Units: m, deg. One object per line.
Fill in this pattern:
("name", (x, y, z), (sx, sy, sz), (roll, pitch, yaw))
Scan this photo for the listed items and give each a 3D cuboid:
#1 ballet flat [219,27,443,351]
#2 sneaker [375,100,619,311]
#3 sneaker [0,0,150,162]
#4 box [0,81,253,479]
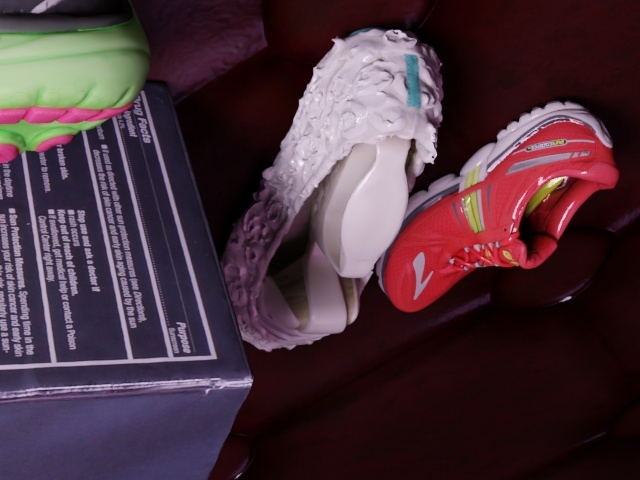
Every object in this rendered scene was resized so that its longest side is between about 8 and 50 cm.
("ballet flat", (0.000, 0.000, 0.910), (0.147, 0.147, 0.409), (-2, 139, -22))
("sneaker", (0.161, -0.011, 0.976), (0.107, 0.118, 0.279), (19, 127, -39))
("sneaker", (-0.320, -0.147, 0.524), (0.483, 0.202, 0.185), (-1, 165, -44))
("box", (-0.236, 0.039, 0.716), (0.294, 0.296, 0.182), (0, 137, -24))
